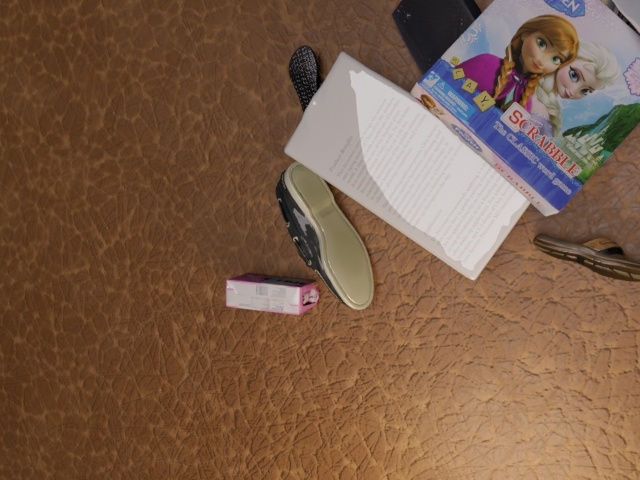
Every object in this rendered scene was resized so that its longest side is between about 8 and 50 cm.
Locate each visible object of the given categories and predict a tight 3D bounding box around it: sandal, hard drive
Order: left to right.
[{"bbox_3d":[-0.023,-0.334,1.324,0.067,0.040,0.179,-5,108,26],"label":"sandal"},{"bbox_3d":[0.248,-0.385,1.161,0.255,0.054,0.172,62,149,9],"label":"hard drive"},{"bbox_3d":[0.517,0.021,1.142,0.219,0.090,0.060,20,80,24],"label":"sandal"}]

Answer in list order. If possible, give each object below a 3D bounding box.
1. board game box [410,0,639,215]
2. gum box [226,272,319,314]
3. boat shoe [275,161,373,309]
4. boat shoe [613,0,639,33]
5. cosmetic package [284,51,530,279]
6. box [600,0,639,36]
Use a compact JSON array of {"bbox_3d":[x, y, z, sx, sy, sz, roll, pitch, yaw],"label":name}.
[{"bbox_3d":[0.377,-0.264,1.019,0.318,0.066,0.318,42,86,1],"label":"board game box"},{"bbox_3d":[-0.104,0.118,1.356,0.188,0.107,0.062,5,97,20],"label":"gum box"},{"bbox_3d":[-0.003,0.001,1.310,0.113,0.127,0.340,-29,93,50],"label":"boat shoe"},{"bbox_3d":[0.545,-0.370,0.981,0.080,0.076,0.228,-36,66,30],"label":"boat shoe"},{"bbox_3d":[0.183,-0.149,1.194,0.453,0.161,0.230,36,106,13],"label":"cosmetic package"},{"bbox_3d":[0.559,-0.341,1.093,0.183,0.056,0.231,16,100,19],"label":"box"}]
